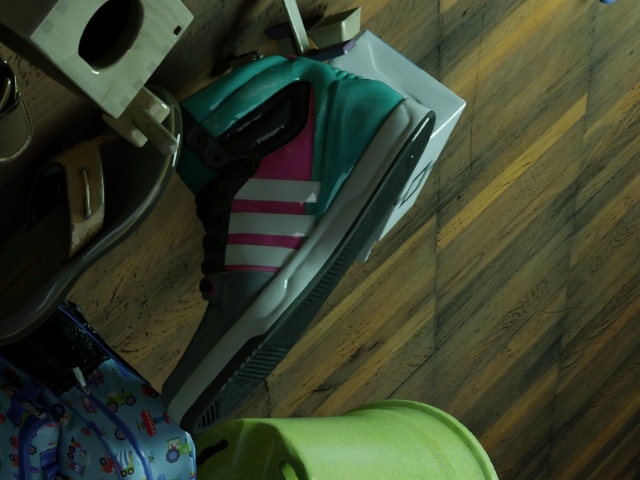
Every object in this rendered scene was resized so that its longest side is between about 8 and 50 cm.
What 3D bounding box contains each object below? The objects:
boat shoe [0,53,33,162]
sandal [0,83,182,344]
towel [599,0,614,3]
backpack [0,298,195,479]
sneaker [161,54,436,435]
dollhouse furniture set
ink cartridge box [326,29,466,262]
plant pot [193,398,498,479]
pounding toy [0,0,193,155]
[{"bbox_3d":[-0.220,-0.091,1.234,0.064,0.060,0.178,-50,155,-11],"label":"boat shoe"},{"bbox_3d":[-0.179,-0.025,1.388,0.219,0.090,0.060,-46,133,-2],"label":"sandal"},{"bbox_3d":[0.317,-0.392,1.846,0.243,0.040,0.336,-47,152,-12],"label":"towel"},{"bbox_3d":[-0.180,0.156,1.475,0.117,0.173,0.158,-32,147,-40],"label":"backpack"},{"bbox_3d":[-0.068,-0.020,1.440,0.295,0.178,0.124,-54,169,-13],"label":"sneaker"},{"bbox_3d":[-0.021,-0.181,1.533,0.114,0.091,0.081,-51,124,-68],"label":"dollhouse furniture set"},{"bbox_3d":[0.036,-0.074,1.625,0.060,0.104,0.180,-46,169,-37],"label":"ink cartridge box"},{"bbox_3d":[-0.004,0.271,1.863,0.254,0.276,0.276,19,105,-53],"label":"plant pot"},{"bbox_3d":[-0.130,-0.134,1.197,0.094,0.181,0.206,-53,155,-4],"label":"pounding toy"}]
